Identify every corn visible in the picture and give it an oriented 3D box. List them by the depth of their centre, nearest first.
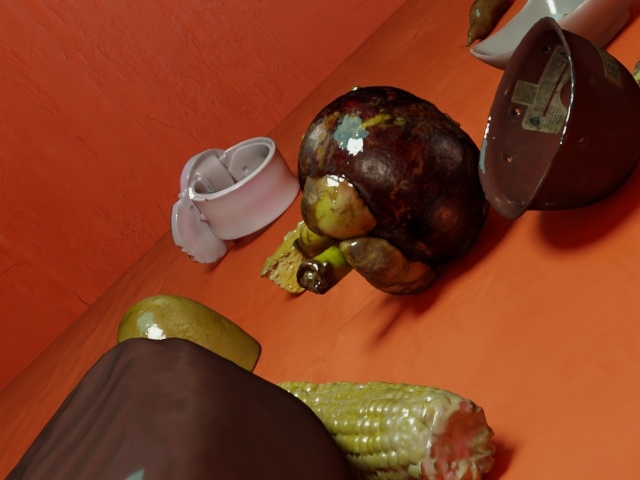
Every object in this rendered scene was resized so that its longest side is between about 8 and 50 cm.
[{"bbox_3d":[0.016,0.142,0.665,0.086,0.086,0.288,-51,16,-27],"label":"corn"}]

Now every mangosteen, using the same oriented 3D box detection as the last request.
[{"bbox_3d":[0.052,-0.035,0.868,0.217,0.192,0.192,-51,13,-10],"label":"mangosteen"}]

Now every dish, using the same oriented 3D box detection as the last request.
[{"bbox_3d":[0.284,-0.255,1.092,0.151,0.077,0.212,-44,12,-3],"label":"dish"}]

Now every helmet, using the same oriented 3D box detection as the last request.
[{"bbox_3d":[0.204,-0.085,0.726,0.175,0.106,0.155,-87,13,-59],"label":"helmet"}]

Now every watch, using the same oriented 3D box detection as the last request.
[{"bbox_3d":[-0.162,-0.074,1.806,0.231,0.196,0.244,-1,42,42],"label":"watch"}]

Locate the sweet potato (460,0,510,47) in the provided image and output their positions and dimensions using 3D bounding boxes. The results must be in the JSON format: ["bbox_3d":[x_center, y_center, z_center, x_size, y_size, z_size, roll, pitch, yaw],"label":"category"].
[{"bbox_3d":[0.284,-0.389,1.582,0.056,0.056,0.195,-27,27,54],"label":"sweet potato"}]

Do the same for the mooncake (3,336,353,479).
[{"bbox_3d":[-0.124,0.211,0.547,0.326,0.174,0.334,-35,34,45],"label":"mooncake"}]

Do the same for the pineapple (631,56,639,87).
[{"bbox_3d":[0.309,-0.161,0.849,0.083,0.019,0.045,-53,9,-31],"label":"pineapple"}]

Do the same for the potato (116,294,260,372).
[{"bbox_3d":[-0.188,0.143,1.161,0.178,0.158,0.203,-42,9,9],"label":"potato"}]

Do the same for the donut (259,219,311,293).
[{"bbox_3d":[0.004,-0.006,1.204,0.181,0.078,0.146,-42,10,44],"label":"donut"}]
